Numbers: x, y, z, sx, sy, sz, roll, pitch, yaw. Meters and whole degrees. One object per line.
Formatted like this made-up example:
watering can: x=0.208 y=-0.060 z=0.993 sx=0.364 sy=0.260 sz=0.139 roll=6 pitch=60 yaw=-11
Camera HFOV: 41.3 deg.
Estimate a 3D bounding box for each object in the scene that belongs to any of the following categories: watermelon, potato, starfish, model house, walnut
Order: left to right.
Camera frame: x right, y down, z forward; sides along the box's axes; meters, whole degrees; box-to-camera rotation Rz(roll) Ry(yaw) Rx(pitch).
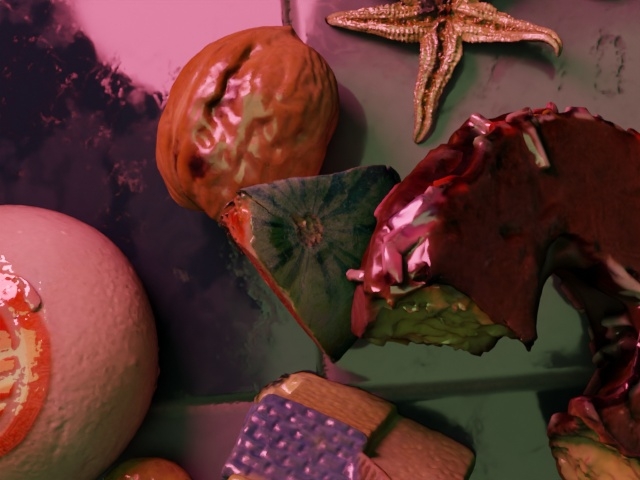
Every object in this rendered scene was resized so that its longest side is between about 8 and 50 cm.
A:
potato: x=-0.145 y=0.260 z=0.788 sx=0.091 sy=0.070 sz=0.138 roll=-43 pitch=88 yaw=2
walnut: x=-0.062 y=-0.103 z=0.750 sx=0.155 sy=0.155 sz=0.184 roll=24 pitch=98 yaw=12
model house: x=0.001 y=0.227 z=0.701 sx=0.214 sy=0.189 sz=0.195 roll=25 pitch=91 yaw=11
watermelon: x=0.022 y=0.003 z=0.694 sx=0.146 sy=0.231 sz=0.128 roll=-39 pitch=77 yaw=-7
starfish: x=0.109 y=-0.195 z=0.765 sx=0.223 sy=0.050 sz=0.217 roll=21 pitch=98 yaw=24

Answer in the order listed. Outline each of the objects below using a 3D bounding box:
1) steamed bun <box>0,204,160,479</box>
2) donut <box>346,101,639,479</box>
steamed bun: x=-0.293 y=0.106 z=0.772 sx=0.283 sy=0.177 sz=0.283 roll=-1 pitch=87 yaw=13
donut: x=0.193 y=0.041 z=0.651 sx=0.345 sy=0.136 sz=0.259 roll=37 pitch=62 yaw=-11
